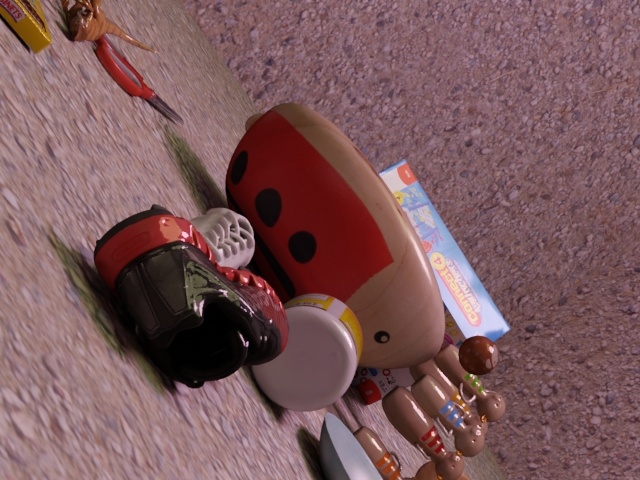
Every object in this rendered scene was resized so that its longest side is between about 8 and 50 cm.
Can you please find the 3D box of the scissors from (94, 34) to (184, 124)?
[{"bbox_3d":[-0.247,-0.205,1.762,0.109,0.021,0.297,58,4,33],"label":"scissors"}]

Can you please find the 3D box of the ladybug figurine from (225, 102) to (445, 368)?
[{"bbox_3d":[0.000,0.000,1.749,0.449,0.162,0.305,54,-25,25],"label":"ladybug figurine"}]

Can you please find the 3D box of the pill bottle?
[{"bbox_3d":[-0.011,0.125,1.445,0.117,0.117,0.215,58,6,0],"label":"pill bottle"}]

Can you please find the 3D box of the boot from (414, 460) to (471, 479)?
[{"bbox_3d":[0.202,0.417,1.891,0.295,0.104,0.211,58,-2,-19],"label":"boot"}]

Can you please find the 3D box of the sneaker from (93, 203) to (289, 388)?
[{"bbox_3d":[-0.094,0.077,1.093,0.135,0.098,0.276,60,8,29],"label":"sneaker"}]

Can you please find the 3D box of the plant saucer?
[{"bbox_3d":[0.044,0.289,1.424,0.195,0.037,0.195,57,5,-7],"label":"plant saucer"}]

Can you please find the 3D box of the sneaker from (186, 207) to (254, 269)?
[{"bbox_3d":[-0.119,0.006,1.285,0.094,0.091,0.258,57,5,-8],"label":"sneaker"}]

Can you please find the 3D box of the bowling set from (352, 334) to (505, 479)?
[{"bbox_3d":[0.187,0.237,1.688,0.154,0.200,0.287,51,39,-1],"label":"bowling set"}]

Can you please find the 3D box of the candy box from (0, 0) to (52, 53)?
[{"bbox_3d":[-0.349,-0.291,1.263,0.206,0.027,0.105,53,4,-40],"label":"candy box"}]

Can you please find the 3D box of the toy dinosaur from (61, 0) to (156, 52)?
[{"bbox_3d":[-0.296,-0.285,1.611,0.211,0.064,0.112,-33,103,-73],"label":"toy dinosaur"}]

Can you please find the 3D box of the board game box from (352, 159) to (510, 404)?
[{"bbox_3d":[0.100,0.074,1.932,0.302,0.086,0.308,58,-37,3],"label":"board game box"}]
